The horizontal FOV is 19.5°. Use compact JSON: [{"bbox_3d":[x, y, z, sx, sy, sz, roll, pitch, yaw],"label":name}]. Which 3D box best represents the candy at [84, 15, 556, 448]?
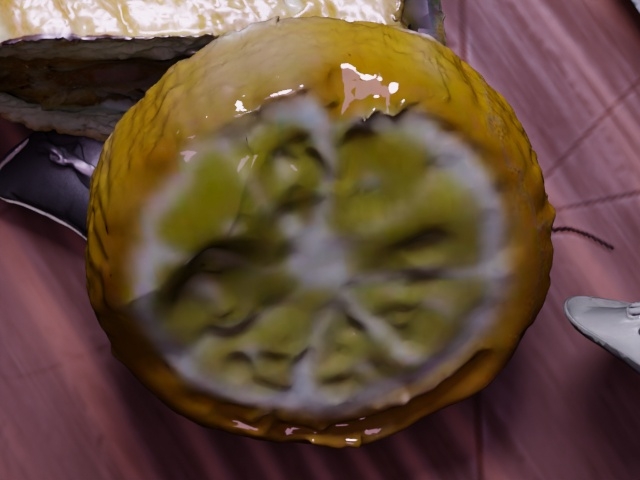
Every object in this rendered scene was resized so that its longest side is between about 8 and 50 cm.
[{"bbox_3d":[0.000,0.000,1.016,0.260,0.260,0.118,-9,39,1],"label":"candy"}]

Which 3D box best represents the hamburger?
[{"bbox_3d":[-0.086,-0.170,1.078,0.309,0.132,0.211,-1,66,-4],"label":"hamburger"}]

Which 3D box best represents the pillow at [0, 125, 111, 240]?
[{"bbox_3d":[-0.123,-0.031,1.113,0.136,0.055,0.091,38,60,4],"label":"pillow"}]

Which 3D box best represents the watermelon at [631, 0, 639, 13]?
[{"bbox_3d":[0.330,-0.148,1.052,0.256,0.176,0.260,-34,87,0],"label":"watermelon"}]

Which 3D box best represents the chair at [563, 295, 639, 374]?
[{"bbox_3d":[0.294,0.063,0.989,0.275,0.203,0.190,-25,85,18],"label":"chair"}]
